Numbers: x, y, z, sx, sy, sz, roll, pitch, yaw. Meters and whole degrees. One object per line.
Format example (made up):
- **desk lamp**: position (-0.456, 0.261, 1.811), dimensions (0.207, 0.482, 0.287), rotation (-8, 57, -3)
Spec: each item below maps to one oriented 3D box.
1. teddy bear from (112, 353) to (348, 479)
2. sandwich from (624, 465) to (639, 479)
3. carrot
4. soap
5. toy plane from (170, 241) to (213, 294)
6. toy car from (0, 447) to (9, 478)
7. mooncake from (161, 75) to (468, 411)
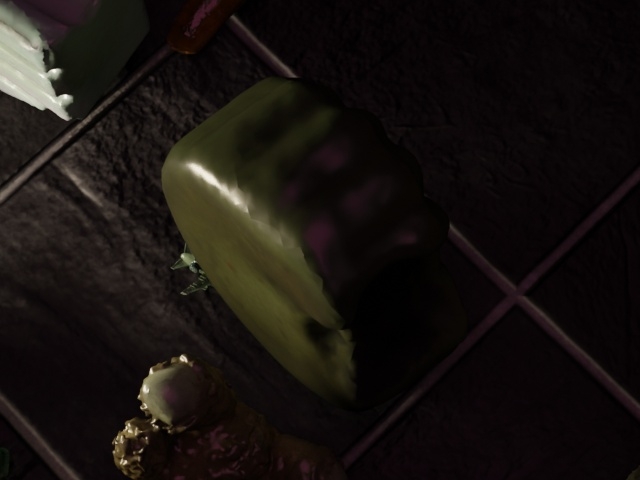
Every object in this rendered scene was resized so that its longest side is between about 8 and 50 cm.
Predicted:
- **teddy bear**: position (-0.135, 0.275, 1.547), dimensions (0.267, 0.156, 0.256), rotation (40, 71, -19)
- **sandwich**: position (0.429, 0.236, 1.494), dimensions (0.325, 0.262, 0.131), rotation (-35, 81, -9)
- **carrot**: position (-0.116, -0.295, 1.767), dimensions (0.060, 0.060, 0.186), rotation (39, 83, 11)
- **soap**: position (-0.415, -0.317, 1.670), dimensions (0.446, 0.261, 0.156), rotation (32, 77, 11)
- **toy plane**: position (-0.125, 0.031, 1.680), dimensions (0.083, 0.033, 0.080), rotation (23, 61, 7)
- **toy car**: position (-0.419, 0.362, 1.551), dimensions (0.141, 0.097, 0.321), rotation (9, 73, 4)
- **mooncake**: position (0.000, 0.000, 1.534), dimensions (0.187, 0.351, 0.351), rotation (-41, 77, -15)
